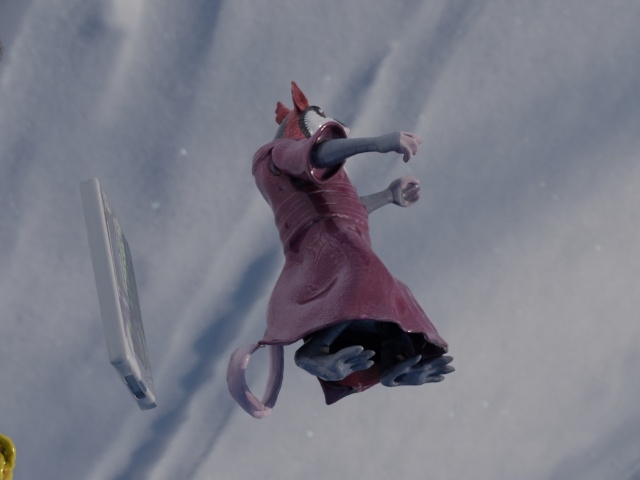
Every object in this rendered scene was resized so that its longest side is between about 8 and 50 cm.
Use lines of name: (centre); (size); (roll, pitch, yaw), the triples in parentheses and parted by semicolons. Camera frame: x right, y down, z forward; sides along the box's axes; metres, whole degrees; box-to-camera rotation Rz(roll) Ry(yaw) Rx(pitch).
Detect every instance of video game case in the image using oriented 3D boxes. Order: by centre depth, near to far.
video game case: (-0.199, 0.057, 1.404); (0.022, 0.190, 0.173); (-13, 158, -2)

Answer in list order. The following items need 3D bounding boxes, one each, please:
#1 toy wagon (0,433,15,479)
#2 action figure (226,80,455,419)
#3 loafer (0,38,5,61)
toy wagon: (-0.318, 0.089, 0.661); (0.344, 0.068, 0.267); (-2, -178, -10)
action figure: (0.000, 0.000, 1.530); (0.276, 0.370, 0.248); (-24, 152, 1)
loafer: (-0.228, -0.089, 0.733); (0.095, 0.109, 0.302); (-59, -175, -6)
